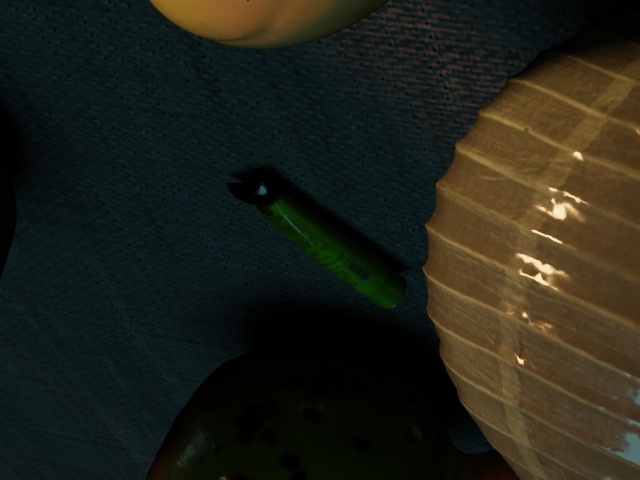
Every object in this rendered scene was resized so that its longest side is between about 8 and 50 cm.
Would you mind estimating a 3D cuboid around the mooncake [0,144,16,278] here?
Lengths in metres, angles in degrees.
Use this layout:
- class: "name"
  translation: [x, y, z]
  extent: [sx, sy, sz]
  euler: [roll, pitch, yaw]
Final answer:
- class: "mooncake"
  translation: [-0.312, -0.021, 1.052]
  extent: [0.284, 0.155, 0.284]
  euler: [16, 154, 8]

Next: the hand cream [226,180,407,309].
- class: "hand cream"
  translation: [0.000, 0.000, 1.042]
  extent: [0.122, 0.023, 0.036]
  euler: [35, 162, -30]

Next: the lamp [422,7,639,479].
- class: "lamp"
  translation: [0.173, 0.015, 0.727]
  extent: [0.265, 0.233, 0.233]
  euler: [25, 155, -4]

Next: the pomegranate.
- class: "pomegranate"
  translation: [0.025, 0.156, 1.173]
  extent: [0.286, 0.231, 0.231]
  euler: [-30, 135, 20]

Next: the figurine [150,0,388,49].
- class: "figurine"
  translation: [-0.032, -0.164, 0.607]
  extent: [0.222, 0.124, 0.324]
  euler: [21, 159, -7]
